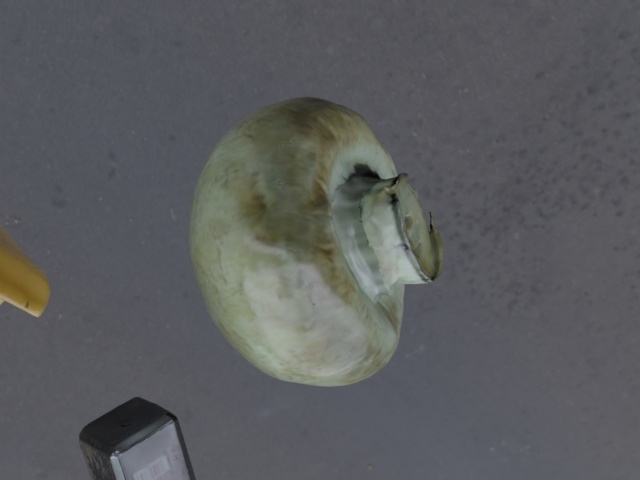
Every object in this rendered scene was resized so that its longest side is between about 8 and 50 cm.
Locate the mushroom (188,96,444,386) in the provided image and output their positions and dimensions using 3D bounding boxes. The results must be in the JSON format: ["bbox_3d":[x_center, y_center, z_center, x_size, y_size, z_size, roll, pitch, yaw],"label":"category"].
[{"bbox_3d":[0.000,0.000,0.842,0.260,0.352,0.352,-14,139,25],"label":"mushroom"}]

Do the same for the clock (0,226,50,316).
[{"bbox_3d":[-0.288,-0.015,0.261,0.244,0.200,0.317,-49,160,-15],"label":"clock"}]

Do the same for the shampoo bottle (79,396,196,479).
[{"bbox_3d":[-0.170,0.291,0.747,0.080,0.079,0.246,-27,113,-40],"label":"shampoo bottle"}]
